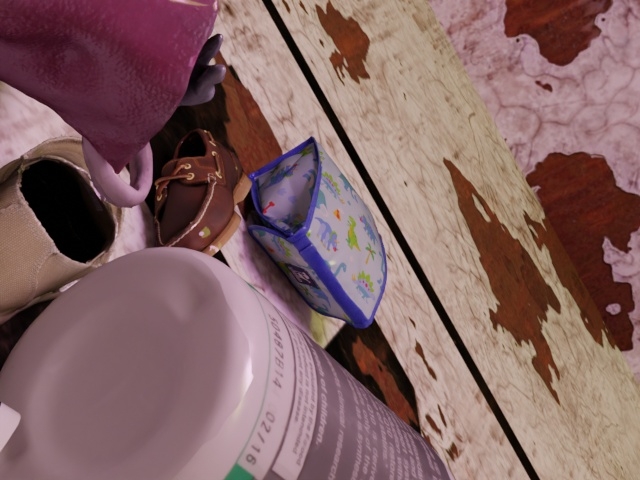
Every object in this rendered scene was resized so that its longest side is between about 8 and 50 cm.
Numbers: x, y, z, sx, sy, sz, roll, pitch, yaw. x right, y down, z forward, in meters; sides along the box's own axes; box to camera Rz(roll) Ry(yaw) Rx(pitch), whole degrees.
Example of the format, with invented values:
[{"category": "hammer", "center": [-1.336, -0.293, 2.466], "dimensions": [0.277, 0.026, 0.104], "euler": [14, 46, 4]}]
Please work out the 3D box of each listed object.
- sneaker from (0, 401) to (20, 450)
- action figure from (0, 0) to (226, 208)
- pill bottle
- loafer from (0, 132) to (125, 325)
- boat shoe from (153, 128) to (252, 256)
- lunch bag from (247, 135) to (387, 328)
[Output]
[{"category": "sneaker", "center": [-0.234, 0.118, 0.900], "dimensions": [0.095, 0.090, 0.235], "euler": [49, 14, -9]}, {"category": "action figure", "center": [-0.245, -0.173, 1.041], "dimensions": [0.370, 0.276, 0.248], "euler": [-5, 57, -30]}, {"category": "pill bottle", "center": [-0.031, 0.175, 1.152], "dimensions": [0.361, 0.204, 0.204], "euler": [43, 26, -43]}, {"category": "loafer", "center": [-0.178, -0.012, 1.201], "dimensions": [0.102, 0.092, 0.268], "euler": [59, 18, -11]}, {"category": "boat shoe", "center": [-0.107, -0.035, 1.470], "dimensions": [0.073, 0.073, 0.207], "euler": [55, 12, -15]}, {"category": "lunch bag", "center": [0.000, 0.000, 1.666], "dimensions": [0.129, 0.096, 0.151], "euler": [52, 11, -30]}]
